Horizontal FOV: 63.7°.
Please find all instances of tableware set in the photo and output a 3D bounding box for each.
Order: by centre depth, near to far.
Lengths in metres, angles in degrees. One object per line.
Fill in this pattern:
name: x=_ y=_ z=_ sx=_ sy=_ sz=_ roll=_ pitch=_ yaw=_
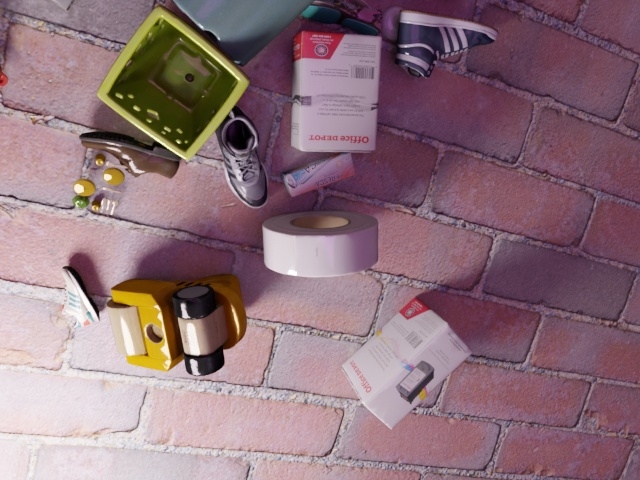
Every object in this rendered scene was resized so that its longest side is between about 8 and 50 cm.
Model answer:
tableware set: x=-0.517 y=-0.131 z=1.199 sx=0.104 sy=0.024 sz=0.154 roll=12 pitch=125 yaw=-27

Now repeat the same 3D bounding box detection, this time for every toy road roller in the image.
toy road roller: x=-0.336 y=0.187 z=1.292 sx=0.330 sy=0.240 sz=0.202 roll=1 pitch=107 yaw=23

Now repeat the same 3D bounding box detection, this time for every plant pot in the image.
plant pot: x=-0.147 y=-0.574 z=1.069 sx=0.334 sy=0.341 sz=0.341 roll=-45 pitch=111 yaw=9
plant pot: x=-0.302 y=-0.345 z=1.116 sx=0.228 sy=0.207 sz=0.227 roll=37 pitch=105 yaw=-20

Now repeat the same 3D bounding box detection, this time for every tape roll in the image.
tape roll: x=0.000 y=0.000 z=1.260 sx=0.286 sy=0.286 sz=0.100 roll=-4 pitch=105 yaw=-14

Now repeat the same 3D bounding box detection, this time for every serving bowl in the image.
serving bowl: x=0.193 y=-0.552 z=1.306 sx=0.084 sy=0.027 sz=0.083 roll=-4 pitch=105 yaw=-15

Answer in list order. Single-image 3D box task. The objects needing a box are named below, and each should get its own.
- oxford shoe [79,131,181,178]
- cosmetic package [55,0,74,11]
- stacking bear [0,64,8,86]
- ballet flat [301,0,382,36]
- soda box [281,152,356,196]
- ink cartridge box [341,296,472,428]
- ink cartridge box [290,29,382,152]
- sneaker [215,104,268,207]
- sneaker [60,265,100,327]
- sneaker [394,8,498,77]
oxford shoe: x=-0.446 y=-0.194 z=1.201 sx=0.227 sy=0.083 sz=0.096 roll=15 pitch=108 yaw=-15
cosmetic package: x=-0.567 y=-0.587 z=1.027 sx=0.184 sy=0.151 sz=0.151 roll=31 pitch=96 yaw=-20
stacking bear: x=-0.741 y=-0.436 z=1.020 sx=0.176 sy=0.164 sz=0.288 roll=-25 pitch=120 yaw=-22
ballet flat: x=0.052 y=-0.560 z=1.249 sx=0.222 sy=0.077 sz=0.079 roll=8 pitch=84 yaw=-21
soda box: x=-0.003 y=-0.174 z=1.335 sx=0.183 sy=0.058 sz=0.062 roll=-21 pitch=108 yaw=-10
ink cartridge box: x=0.233 y=0.331 z=1.439 sx=0.306 sy=0.226 sz=0.131 roll=-44 pitch=109 yaw=1
ink cartridge box: x=0.034 y=-0.358 z=1.267 sx=0.197 sy=0.114 sz=0.272 roll=-2 pitch=104 yaw=-15
sneaker: x=-0.186 y=-0.193 z=1.230 sx=0.101 sy=0.153 sz=0.268 roll=-20 pitch=108 yaw=-9
sneaker: x=-0.605 y=0.143 z=1.255 sx=0.075 sy=0.057 sz=0.161 roll=-25 pitch=112 yaw=-13
sneaker: x=0.316 y=-0.490 z=1.320 sx=0.283 sy=0.099 sz=0.153 roll=1 pitch=111 yaw=-21
